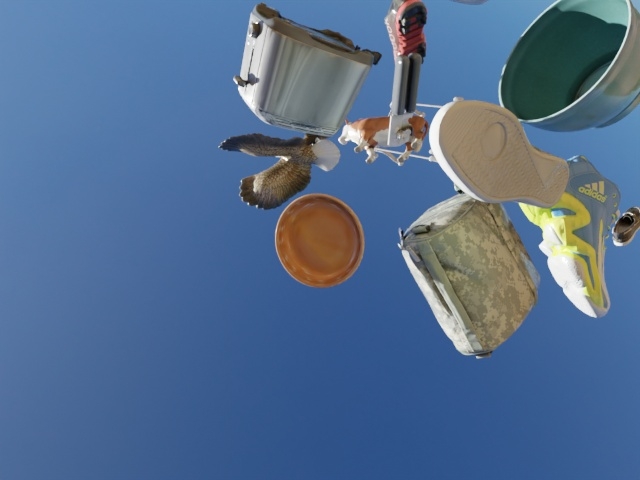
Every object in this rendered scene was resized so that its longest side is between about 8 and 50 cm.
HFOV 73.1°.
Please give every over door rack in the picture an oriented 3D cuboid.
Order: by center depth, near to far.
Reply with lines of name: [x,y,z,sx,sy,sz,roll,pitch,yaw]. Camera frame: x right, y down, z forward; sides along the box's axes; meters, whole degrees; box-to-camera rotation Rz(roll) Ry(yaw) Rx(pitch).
over door rack: [0.362,-0.405,1.627,0.108,0.324,0.240,33,-102,-44]

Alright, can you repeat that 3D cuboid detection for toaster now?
toaster: [-0.022,-0.260,0.687,0.226,0.147,0.129,1,-141,-37]

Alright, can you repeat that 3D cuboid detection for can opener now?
can opener: [0.230,-0.396,1.240,0.074,0.281,0.093,-16,-131,-14]

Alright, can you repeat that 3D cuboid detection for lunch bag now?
lunch bag: [0.312,0.062,0.934,0.305,0.212,0.256,61,-143,-7]

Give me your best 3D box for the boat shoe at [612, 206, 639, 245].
boat shoe: [0.711,-0.042,1.000,0.125,0.046,0.038,-44,-63,-20]

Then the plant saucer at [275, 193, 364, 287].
plant saucer: [0.000,0.000,0.919,0.200,0.200,0.037,44,-160,9]

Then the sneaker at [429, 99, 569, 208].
sneaker: [0.176,-0.102,0.529,0.255,0.094,0.151,12,-169,-41]

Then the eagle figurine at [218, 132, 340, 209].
eagle figurine: [-0.114,-0.244,1.275,0.298,0.225,0.226,-35,-90,-23]

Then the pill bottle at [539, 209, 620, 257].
pill bottle: [0.753,-0.033,1.270,0.117,0.208,0.117,42,-173,-7]

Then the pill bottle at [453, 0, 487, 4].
pill bottle: [0.384,-0.737,1.038,0.152,0.272,0.152,16,-165,-4]

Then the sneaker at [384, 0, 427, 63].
sneaker: [0.251,-0.615,1.281,0.097,0.276,0.135,-23,-113,1]

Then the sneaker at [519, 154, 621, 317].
sneaker: [0.385,-0.013,0.617,0.240,0.126,0.091,61,-173,-6]

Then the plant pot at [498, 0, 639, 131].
plant pot: [0.579,-0.362,0.948,0.196,0.293,0.293,18,-132,-24]

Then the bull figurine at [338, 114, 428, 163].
bull figurine: [0.201,-0.347,1.436,0.309,0.101,0.189,-5,-127,17]
